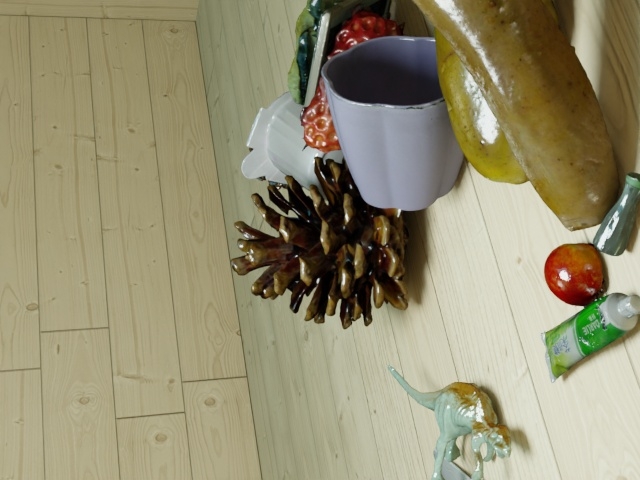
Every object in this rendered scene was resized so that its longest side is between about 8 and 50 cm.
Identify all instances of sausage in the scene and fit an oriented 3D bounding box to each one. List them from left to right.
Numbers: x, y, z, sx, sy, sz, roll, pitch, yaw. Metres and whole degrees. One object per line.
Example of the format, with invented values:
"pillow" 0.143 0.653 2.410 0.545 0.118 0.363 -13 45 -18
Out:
"sausage" 0.237 -0.232 1.118 0.500 0.136 0.123 53 -166 -11

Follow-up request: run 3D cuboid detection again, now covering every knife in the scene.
"knife" 0.267 0.442 1.588 0.336 0.043 0.081 -173 75 -79

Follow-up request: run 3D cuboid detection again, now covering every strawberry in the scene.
"strawberry" 0.091 -0.304 1.713 0.280 0.150 0.253 -50 -23 -46

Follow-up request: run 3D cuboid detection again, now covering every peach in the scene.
"peach" 0.340 0.048 1.224 0.098 0.061 0.098 -175 90 -73

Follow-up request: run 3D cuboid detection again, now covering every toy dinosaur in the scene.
"toy dinosaur" 0.228 0.319 1.575 0.393 0.092 0.205 -123 37 -61

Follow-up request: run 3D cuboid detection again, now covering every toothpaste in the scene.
"toothpaste" 0.359 0.125 1.205 0.248 0.047 0.078 120 146 -64

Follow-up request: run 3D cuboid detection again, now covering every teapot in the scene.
"teapot" 0.381 -0.035 1.122 0.042 0.043 0.110 -114 31 -50

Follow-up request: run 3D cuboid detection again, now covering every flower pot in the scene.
"flower pot" 0.141 -0.193 1.557 0.265 0.265 0.243 -117 17 -53

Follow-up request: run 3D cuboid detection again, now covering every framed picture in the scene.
"framed picture" 0.060 -0.389 1.791 0.315 0.024 0.232 -44 -27 -50

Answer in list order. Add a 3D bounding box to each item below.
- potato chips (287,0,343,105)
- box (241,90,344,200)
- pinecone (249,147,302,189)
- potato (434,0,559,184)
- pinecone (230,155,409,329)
"potato chips" 0.032 -0.475 1.778 0.429 0.070 0.358 84 -150 -55
"box" -0.013 -0.197 2.002 0.206 0.291 0.262 40 155 49
"pinecone" -0.085 -0.221 2.389 0.208 0.208 0.207 178 90 -73
"potato" 0.260 -0.266 1.318 0.176 0.196 0.369 -25 -70 -61
"pinecone" 0.000 0.000 1.797 0.384 0.385 0.384 178 90 -73
